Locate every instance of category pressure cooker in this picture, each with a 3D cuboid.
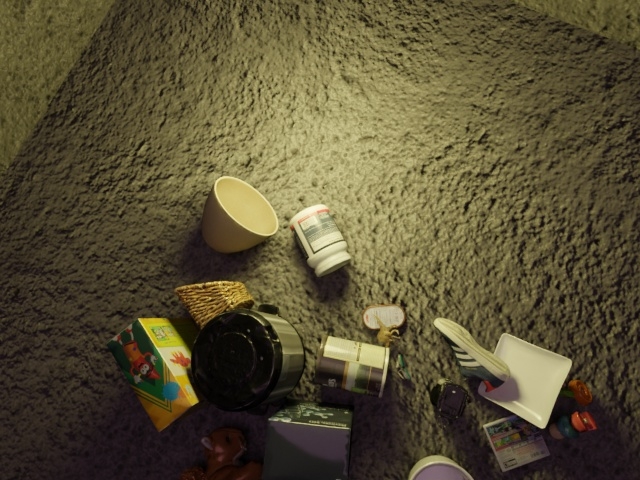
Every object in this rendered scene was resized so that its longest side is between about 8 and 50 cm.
[{"bbox_3d":[-0.255,0.469,1.670,0.370,0.420,0.375,-44,68,3],"label":"pressure cooker"}]

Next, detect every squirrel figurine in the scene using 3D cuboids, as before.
[{"bbox_3d":[-0.412,0.961,1.682,0.396,0.281,0.371,-25,72,-1],"label":"squirrel figurine"}]

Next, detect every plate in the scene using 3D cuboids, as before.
[{"bbox_3d":[0.802,0.545,1.676,0.277,0.045,0.278,20,81,48],"label":"plate"}]

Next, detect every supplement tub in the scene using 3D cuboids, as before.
[{"bbox_3d":[0.000,0.000,1.842,0.191,0.191,0.273,-27,78,1],"label":"supplement tub"}]

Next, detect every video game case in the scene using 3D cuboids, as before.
[{"bbox_3d":[0.784,0.800,1.703,0.201,0.023,0.184,-22,79,3],"label":"video game case"}]

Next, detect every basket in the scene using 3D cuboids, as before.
[{"bbox_3d":[-0.428,0.232,1.791,0.213,0.299,0.223,-40,78,-1],"label":"basket"}]

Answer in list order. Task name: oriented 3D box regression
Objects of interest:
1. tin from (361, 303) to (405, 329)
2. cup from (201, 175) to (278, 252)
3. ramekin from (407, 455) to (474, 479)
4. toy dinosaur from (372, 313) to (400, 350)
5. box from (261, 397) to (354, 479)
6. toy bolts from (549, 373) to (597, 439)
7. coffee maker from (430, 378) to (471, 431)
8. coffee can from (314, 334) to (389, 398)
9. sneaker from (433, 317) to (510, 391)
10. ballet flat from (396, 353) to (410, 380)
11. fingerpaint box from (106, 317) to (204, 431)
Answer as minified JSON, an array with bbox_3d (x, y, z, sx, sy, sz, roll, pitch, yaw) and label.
[{"bbox_3d":[0.273,0.330,1.835,0.189,0.040,0.106,-6,75,5],"label":"tin"},{"bbox_3d":[-0.386,-0.079,1.861,0.237,0.331,0.331,-43,77,24],"label":"cup"},{"bbox_3d":[0.466,0.984,1.647,0.276,0.135,0.278,-1,80,7],"label":"ramekin"},{"bbox_3d":[0.281,0.387,1.784,0.092,0.053,0.183,-18,98,9],"label":"toy dinosaur"},{"bbox_3d":[-0.028,0.754,1.608,0.293,0.395,0.212,4,81,6],"label":"box"},{"bbox_3d":[0.951,0.658,1.661,0.218,0.158,0.229,18,45,-27],"label":"toy bolts"},{"bbox_3d":[0.493,0.638,1.683,0.120,0.178,0.171,43,84,13],"label":"coffee maker"},{"bbox_3d":[0.128,0.511,1.733,0.275,0.201,0.202,10,81,8],"label":"coffee can"},{"bbox_3d":[0.585,0.473,1.737,0.350,0.131,0.148,42,117,25],"label":"sneaker"},{"bbox_3d":[0.341,0.539,1.790,0.041,0.041,0.115,-22,78,2],"label":"ballet flat"},{"bbox_3d":[-0.574,0.502,1.686,0.163,0.445,0.371,-38,79,0],"label":"fingerpaint box"}]
